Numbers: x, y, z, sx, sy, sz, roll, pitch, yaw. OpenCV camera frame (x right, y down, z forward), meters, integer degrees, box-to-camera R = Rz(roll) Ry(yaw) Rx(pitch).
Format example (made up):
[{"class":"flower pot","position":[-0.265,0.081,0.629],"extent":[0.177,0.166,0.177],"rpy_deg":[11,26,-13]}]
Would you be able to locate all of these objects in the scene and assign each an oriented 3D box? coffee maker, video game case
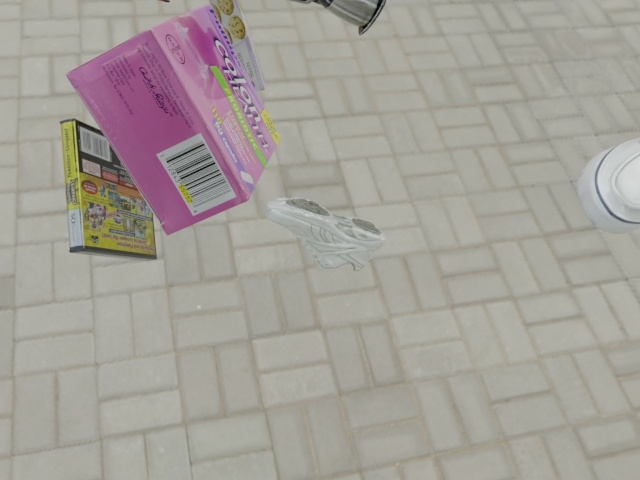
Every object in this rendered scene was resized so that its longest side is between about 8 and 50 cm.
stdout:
[{"class":"coffee maker","position":[0.016,-0.473,1.170],"extent":[0.178,0.120,0.171],"rpy_deg":[16,33,-24]},{"class":"video game case","position":[-0.418,-0.089,1.306],"extent":[0.035,0.275,0.248],"rpy_deg":[-9,83,13]}]

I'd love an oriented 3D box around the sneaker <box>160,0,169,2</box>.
[{"class":"sneaker","position":[-0.360,-0.548,1.438],"extent":[0.057,0.047,0.119],"rpy_deg":[46,43,1]}]

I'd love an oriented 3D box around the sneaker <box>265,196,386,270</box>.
[{"class":"sneaker","position":[0.000,0.000,1.172],"extent":[0.232,0.115,0.090],"rpy_deg":[20,19,-18]}]

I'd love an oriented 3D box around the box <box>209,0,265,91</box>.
[{"class":"box","position":[-0.200,-0.494,1.490],"extent":[0.067,0.324,0.063],"rpy_deg":[-12,38,4]}]

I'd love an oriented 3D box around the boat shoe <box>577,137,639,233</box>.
[{"class":"boat shoe","position":[0.380,-0.087,0.699],"extent":[0.258,0.084,0.095],"rpy_deg":[-28,84,-30]}]

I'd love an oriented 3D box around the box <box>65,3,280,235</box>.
[{"class":"box","position":[-0.165,-0.162,0.823],"extent":[0.117,0.213,0.243],"rpy_deg":[-22,21,15]}]
